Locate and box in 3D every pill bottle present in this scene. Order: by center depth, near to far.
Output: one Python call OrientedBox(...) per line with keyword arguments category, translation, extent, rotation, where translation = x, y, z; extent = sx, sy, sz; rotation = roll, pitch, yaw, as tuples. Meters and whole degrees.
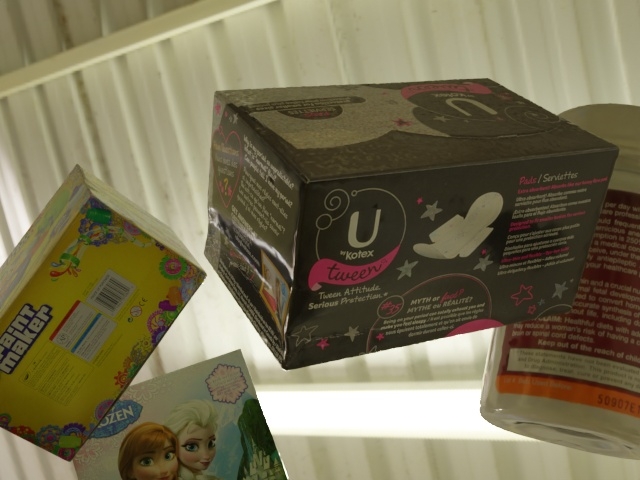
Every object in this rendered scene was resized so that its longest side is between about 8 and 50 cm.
OrientedBox(category="pill bottle", translation=(0.338, 0.049, 0.991), extent=(0.224, 0.224, 0.392), rotation=(4, -109, 33))

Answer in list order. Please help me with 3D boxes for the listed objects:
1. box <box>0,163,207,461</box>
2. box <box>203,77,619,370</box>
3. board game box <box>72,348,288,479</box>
OrientedBox(category="box", translation=(-0.329, 0.081, 1.081), extent=(0.177, 0.279, 0.290), rotation=(37, -92, -23))
OrientedBox(category="box", translation=(0.058, -0.029, 0.590), extent=(0.163, 0.247, 0.142), rotation=(47, -44, 49))
OrientedBox(category="board game box", translation=(-0.228, 0.378, 1.328), extent=(0.318, 0.319, 0.066), rotation=(67, -20, 15))
